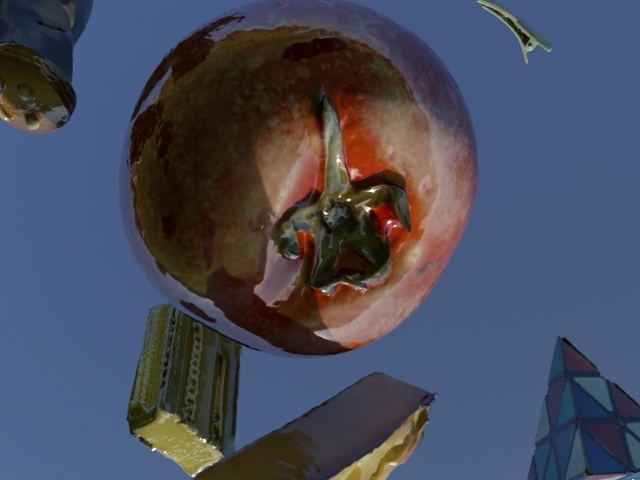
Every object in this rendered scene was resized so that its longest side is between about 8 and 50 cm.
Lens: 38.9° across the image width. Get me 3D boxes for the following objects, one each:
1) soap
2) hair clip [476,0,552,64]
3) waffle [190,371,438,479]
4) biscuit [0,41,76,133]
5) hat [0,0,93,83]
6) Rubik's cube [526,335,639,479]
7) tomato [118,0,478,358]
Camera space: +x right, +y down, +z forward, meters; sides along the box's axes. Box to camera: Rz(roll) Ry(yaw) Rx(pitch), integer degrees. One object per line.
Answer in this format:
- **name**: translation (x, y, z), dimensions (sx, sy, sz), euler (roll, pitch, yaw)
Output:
- **soap**: translation (-0.172, 0.182, 1.183), dimensions (0.076, 0.135, 0.233), euler (-33, -148, 19)
- **hair clip**: translation (0.237, -0.267, 1.141), dimensions (0.115, 0.030, 0.039), euler (38, -66, -11)
- **waffle**: translation (-0.045, 0.259, 0.708), dimensions (0.077, 0.348, 0.304), euler (31, -73, 20)
- **biscuit**: translation (-0.283, -0.124, 0.675), dimensions (0.204, 0.138, 0.031), euler (14, -131, 2)
- **hat**: translation (-0.304, -0.381, 1.001), dimensions (0.366, 0.257, 0.382), euler (-61, -140, 23)
- **Rubik's cube**: translation (0.362, 0.321, 1.298), dimensions (0.250, 0.234, 0.284), euler (-45, -101, 14)
- **tomato**: translation (-0.018, -0.053, 0.689), dimensions (0.270, 0.270, 0.227), euler (-57, -150, 10)
